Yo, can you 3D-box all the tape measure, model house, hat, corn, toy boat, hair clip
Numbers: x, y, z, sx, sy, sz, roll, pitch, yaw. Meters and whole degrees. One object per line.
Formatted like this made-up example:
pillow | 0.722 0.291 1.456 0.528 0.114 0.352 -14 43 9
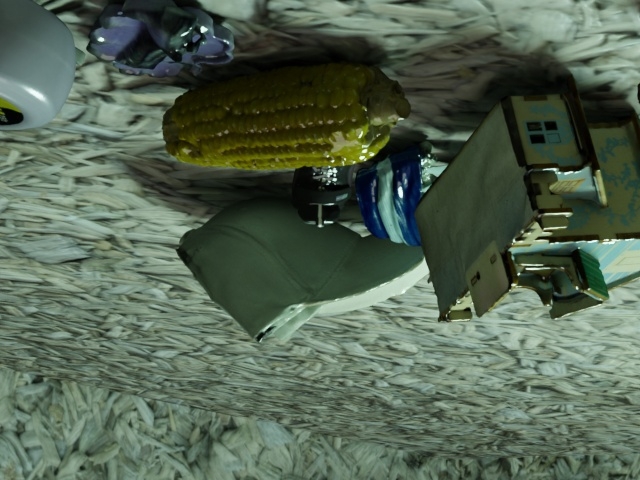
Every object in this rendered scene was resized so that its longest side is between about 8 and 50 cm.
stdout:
tape measure | -0.289 -0.160 1.424 0.178 0.105 0.196 11 165 3
model house | 0.234 -0.022 1.596 0.206 0.178 0.271 -4 155 -21
hat | -0.002 0.008 1.972 0.301 0.168 0.258 -22 176 3
corn | -0.035 -0.110 1.547 0.262 0.097 0.097 -2 165 35
toy boat | 0.173 -0.039 1.805 0.292 0.070 0.210 6 160 -13
hair clip | -0.135 -0.161 1.464 0.124 0.052 0.195 15 169 -16

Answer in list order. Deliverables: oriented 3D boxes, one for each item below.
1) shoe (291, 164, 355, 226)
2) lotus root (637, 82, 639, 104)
shoe | 0.003 -0.059 1.724 0.071 0.099 0.169 8 165 -3
lotus root | 0.349 -0.120 1.281 0.154 0.140 0.257 -1 -177 -41
